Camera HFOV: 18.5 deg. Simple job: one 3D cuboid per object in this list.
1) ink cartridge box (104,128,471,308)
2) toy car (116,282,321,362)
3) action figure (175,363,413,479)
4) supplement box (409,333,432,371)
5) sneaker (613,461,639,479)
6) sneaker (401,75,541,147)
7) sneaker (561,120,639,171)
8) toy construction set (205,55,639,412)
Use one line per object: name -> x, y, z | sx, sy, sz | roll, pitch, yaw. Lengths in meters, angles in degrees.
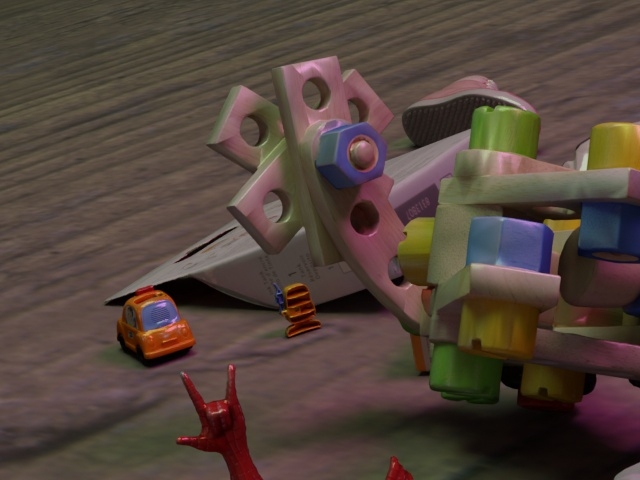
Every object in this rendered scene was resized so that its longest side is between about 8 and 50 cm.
ink cartridge box -> 0.000, 0.000, 1.304 | 0.232, 0.066, 0.189 | -24, 6, 37
toy car -> -0.065, 0.040, 1.190 | 0.122, 0.041, 0.060 | -13, 17, -6
action figure -> 0.052, 0.105, 0.751 | 0.280, 0.139, 0.091 | -15, 16, -5
supplement box -> 0.105, 0.044, 1.078 | 0.098, 0.036, 0.062 | -3, 18, 23
sneaker -> 0.045, 0.231, 0.346 | 0.366, 0.210, 0.137 | -53, 31, -14
sneaker -> 0.131, -0.102, 1.520 | 0.070, 0.051, 0.134 | -30, 21, -36
sneaker -> 0.273, -0.026, 1.154 | 0.275, 0.107, 0.110 | -19, 38, -13
toy construction set -> 0.077, 0.010, 0.896 | 0.215, 0.151, 0.327 | 11, 5, -29
